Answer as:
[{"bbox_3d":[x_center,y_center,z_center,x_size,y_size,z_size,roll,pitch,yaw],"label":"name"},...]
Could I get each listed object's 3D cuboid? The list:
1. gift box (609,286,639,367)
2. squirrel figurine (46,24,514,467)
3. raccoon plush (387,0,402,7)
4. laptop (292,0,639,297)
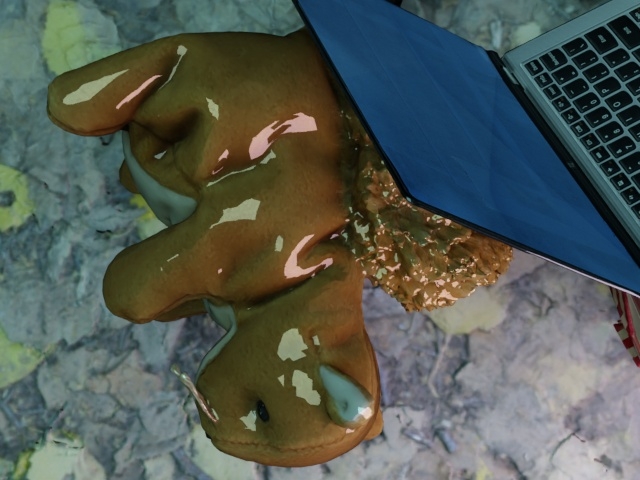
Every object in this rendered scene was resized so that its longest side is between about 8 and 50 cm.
[{"bbox_3d":[0.372,-0.009,1.419,0.255,0.258,0.276,-17,67,8],"label":"gift box"},{"bbox_3d":[0.000,0.000,1.430,0.397,0.281,0.370,-21,74,-4],"label":"squirrel figurine"},{"bbox_3d":[0.132,-0.410,1.438,0.299,0.446,0.216,-36,82,-25],"label":"raccoon plush"},{"bbox_3d":[0.224,-0.147,1.225,0.408,0.382,0.236,-26,131,1],"label":"laptop"}]
